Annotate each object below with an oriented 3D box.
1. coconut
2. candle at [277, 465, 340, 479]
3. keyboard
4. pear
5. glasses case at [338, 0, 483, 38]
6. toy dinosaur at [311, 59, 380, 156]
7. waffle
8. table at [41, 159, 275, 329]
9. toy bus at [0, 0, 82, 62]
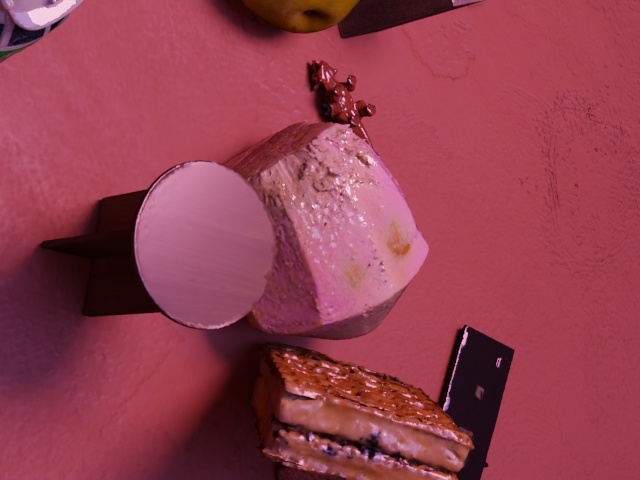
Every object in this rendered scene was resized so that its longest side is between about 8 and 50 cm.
[{"bbox_3d":[0.000,0.000,1.627,0.233,0.233,0.245,-39,107,-35],"label":"coconut"},{"bbox_3d":[0.017,0.319,1.669,0.068,0.192,0.168,-17,52,-40],"label":"candle"},{"bbox_3d":[0.182,0.274,1.877,0.106,0.027,0.317,29,68,-30],"label":"keyboard"},{"bbox_3d":[-0.028,-0.357,1.689,0.180,0.166,0.216,-1,65,-27],"label":"pear"},{"bbox_3d":[0.111,-0.294,1.753,0.070,0.205,0.047,-17,95,-39],"label":"glasses case"},{"bbox_3d":[0.033,-0.160,1.773,0.049,0.055,0.154,-37,101,-38],"label":"toy dinosaur"},{"bbox_3d":[0.031,0.194,1.551,0.212,0.308,0.091,18,92,-8],"label":"waffle"},{"bbox_3d":[-0.179,0.011,1.473,0.167,0.226,0.167,4,84,-38],"label":"table"},{"bbox_3d":[-0.348,-0.316,1.405,0.133,0.164,0.276,-43,112,-32],"label":"toy bus"}]
